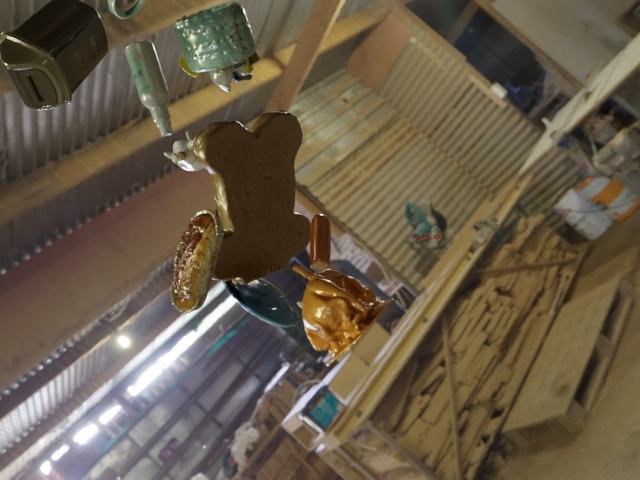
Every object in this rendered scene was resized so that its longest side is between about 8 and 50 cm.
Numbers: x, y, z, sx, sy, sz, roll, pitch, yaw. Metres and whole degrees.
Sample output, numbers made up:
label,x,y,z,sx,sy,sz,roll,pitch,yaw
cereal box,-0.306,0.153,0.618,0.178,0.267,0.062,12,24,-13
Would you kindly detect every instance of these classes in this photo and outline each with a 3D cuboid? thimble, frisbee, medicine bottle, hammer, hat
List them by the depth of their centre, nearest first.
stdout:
label,x,y,z,sx,sy,sz,roll,pitch,yaw
hat,0.013,0.141,1.318,0.233,0.233,0.244,-47,-8,9
thimble,-0.278,-0.546,1.479,0.199,0.143,0.235,-29,32,-20
frisbee,-0.152,0.143,1.486,0.045,0.242,0.242,-57,-6,12
hammer,0.320,-0.014,1.643,0.083,0.031,0.052,-17,21,14
medicine bottle,-0.631,-0.565,2.079,0.110,0.351,0.110,-18,0,0

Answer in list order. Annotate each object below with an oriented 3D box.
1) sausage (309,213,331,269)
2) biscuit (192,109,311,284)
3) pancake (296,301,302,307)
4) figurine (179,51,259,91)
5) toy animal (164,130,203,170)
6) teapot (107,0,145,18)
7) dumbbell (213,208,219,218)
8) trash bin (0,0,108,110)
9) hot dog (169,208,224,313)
label,x,y,z,sx,sy,sz,roll,pitch,yaw
sausage,0.000,0.000,1.122,0.041,0.039,0.131,125,155,-47
biscuit,-0.170,-0.097,1.327,0.368,0.076,0.393,-25,-63,-46
pancake,-0.003,0.225,1.742,0.151,0.152,0.025,88,-154,-84
figurine,-0.349,-0.700,2.086,0.338,0.205,0.283,16,-98,-74
toy animal,-0.549,-0.366,2.248,0.140,0.138,0.282,-52,-8,-1
teapot,-0.347,-0.486,0.923,0.159,0.159,0.232,-46,-23,-24
dumbbell,-0.213,-0.109,1.651,0.225,0.140,0.124,-47,-19,20
trash bin,-0.731,-0.513,1.511,0.290,0.183,0.209,-62,-7,-27
hot dog,-0.226,0.035,0.997,0.053,0.099,0.192,14,-86,-51
